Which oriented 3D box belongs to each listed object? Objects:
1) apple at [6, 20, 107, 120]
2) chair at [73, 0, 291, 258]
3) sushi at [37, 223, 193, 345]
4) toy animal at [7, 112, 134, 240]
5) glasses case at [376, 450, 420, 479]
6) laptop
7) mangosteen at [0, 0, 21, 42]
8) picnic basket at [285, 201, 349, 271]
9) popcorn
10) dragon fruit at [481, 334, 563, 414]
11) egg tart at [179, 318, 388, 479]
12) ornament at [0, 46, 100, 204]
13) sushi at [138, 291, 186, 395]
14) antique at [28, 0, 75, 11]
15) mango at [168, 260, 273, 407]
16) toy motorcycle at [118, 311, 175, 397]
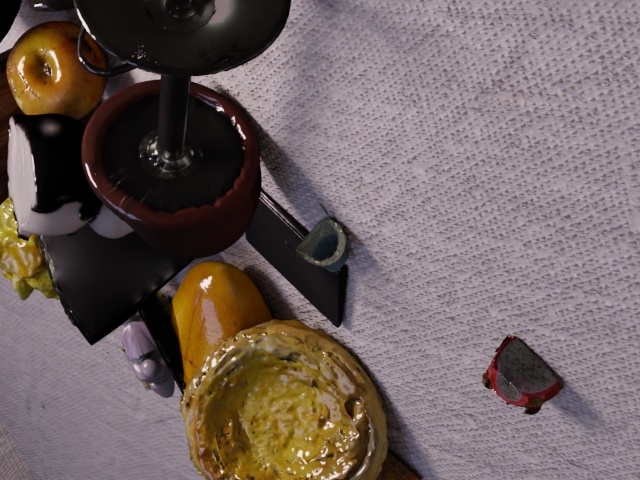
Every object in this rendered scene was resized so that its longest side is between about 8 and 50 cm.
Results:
[{"bbox_3d":[-0.363,-0.234,2.006,0.146,0.146,0.146,41,152,28],"label":"apple"},{"bbox_3d":[-0.164,-0.159,1.647,0.226,0.226,0.401,46,154,19],"label":"chair"},{"bbox_3d":[-0.327,0.007,2.149,0.227,0.215,0.212,50,161,4],"label":"sushi"},{"bbox_3d":[-0.298,-0.088,1.967,0.187,0.235,0.165,140,128,-61],"label":"toy animal"},{"bbox_3d":[0.049,0.294,2.039,0.218,0.049,0.075,39,155,31],"label":"glasses case"},{"bbox_3d":[-0.035,0.017,1.887,0.197,0.016,0.135,44,154,26],"label":"laptop"},{"bbox_3d":[-0.562,-0.359,1.981,0.297,0.314,0.296,4,95,52],"label":"mangosteen"},{"bbox_3d":[0.000,0.000,1.752,0.083,0.065,0.083,44,173,-32],"label":"picnic basket"},{"bbox_3d":[-0.449,-0.004,2.356,0.181,0.217,0.235,24,130,54],"label":"popcorn"},{"bbox_3d":[0.211,0.152,1.565,0.083,0.056,0.060,44,152,19],"label":"dragon fruit"},{"bbox_3d":[-0.047,0.245,1.973,0.290,0.291,0.107,54,-168,3],"label":"egg tart"},{"bbox_3d":[-0.454,-0.181,2.137,0.221,0.218,0.235,9,128,58],"label":"ornament"},{"bbox_3d":[-0.237,0.153,2.366,0.215,0.051,0.192,63,179,-6],"label":"sushi"},{"bbox_3d":[-0.381,-0.420,1.728,0.322,0.185,0.255,12,119,35],"label":"antique"},{"bbox_3d":[-0.135,0.130,2.066,0.187,0.138,0.257,60,156,24],"label":"mango"},{"bbox_3d":[-0.292,0.185,2.440,0.225,0.073,0.152,70,177,-46],"label":"toy motorcycle"}]
